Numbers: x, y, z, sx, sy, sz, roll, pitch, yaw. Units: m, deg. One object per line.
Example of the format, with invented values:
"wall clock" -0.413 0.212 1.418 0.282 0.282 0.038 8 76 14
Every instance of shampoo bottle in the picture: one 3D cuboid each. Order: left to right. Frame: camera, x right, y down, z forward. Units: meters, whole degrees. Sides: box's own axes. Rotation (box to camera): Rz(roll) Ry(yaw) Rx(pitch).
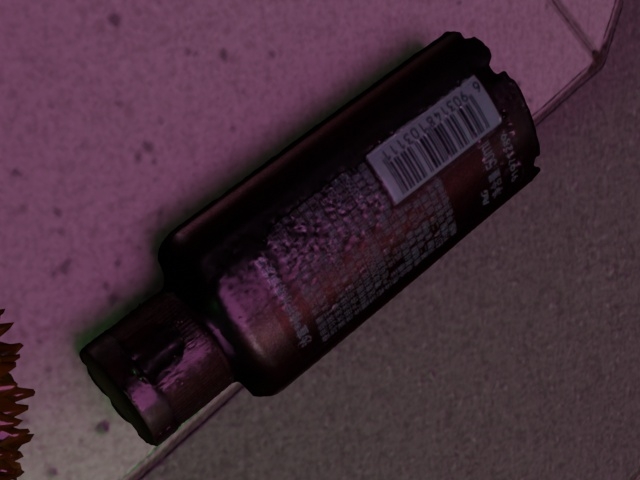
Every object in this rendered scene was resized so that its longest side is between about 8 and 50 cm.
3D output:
"shampoo bottle" 0.000 0.000 0.670 0.323 0.084 0.129 -39 117 -21

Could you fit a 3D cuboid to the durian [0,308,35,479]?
"durian" -0.279 0.077 0.341 0.384 0.348 0.347 -18 112 -50
